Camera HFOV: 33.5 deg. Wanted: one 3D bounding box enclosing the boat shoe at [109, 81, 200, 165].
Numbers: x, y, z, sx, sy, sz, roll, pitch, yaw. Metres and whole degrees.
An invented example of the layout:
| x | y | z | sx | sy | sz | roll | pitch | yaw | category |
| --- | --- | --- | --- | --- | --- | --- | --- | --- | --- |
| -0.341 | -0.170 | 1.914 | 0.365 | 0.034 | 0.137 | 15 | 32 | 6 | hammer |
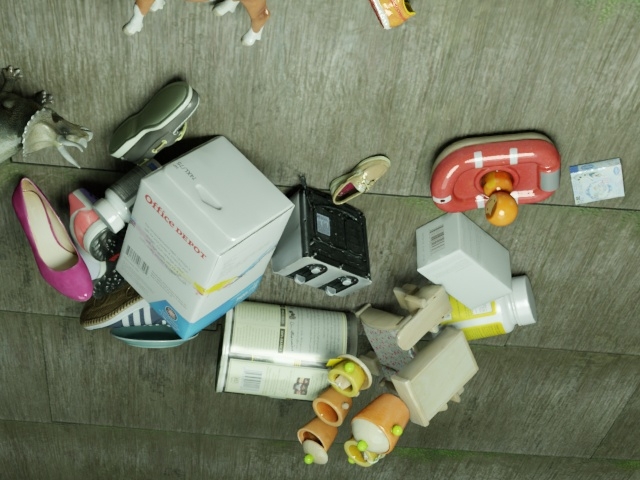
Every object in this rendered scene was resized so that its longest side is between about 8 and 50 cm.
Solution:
| x | y | z | sx | sy | sz | roll | pitch | yaw | category |
| --- | --- | --- | --- | --- | --- | --- | --- | --- | --- |
| -0.270 | -0.196 | 1.810 | 0.068 | 0.081 | 0.228 | 28 | 142 | -34 | boat shoe |

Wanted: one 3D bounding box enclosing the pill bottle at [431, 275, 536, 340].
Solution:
| x | y | z | sx | sy | sz | roll | pitch | yaw | category |
| --- | --- | --- | --- | --- | --- | --- | --- | --- | --- |
| 0.330 | 0.140 | 2.186 | 0.208 | 0.119 | 0.119 | -12 | 140 | 18 | pill bottle |

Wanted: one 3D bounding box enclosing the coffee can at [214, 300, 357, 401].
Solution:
| x | y | z | sx | sy | sz | roll | pitch | yaw | category |
| --- | --- | --- | --- | --- | --- | --- | --- | --- | --- |
| -0.075 | 0.236 | 2.252 | 0.275 | 0.201 | 0.201 | 8 | 141 | -7 | coffee can |

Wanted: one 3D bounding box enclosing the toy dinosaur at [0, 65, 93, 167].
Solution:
| x | y | z | sx | sy | sz | roll | pitch | yaw | category |
| --- | --- | --- | --- | --- | --- | --- | --- | --- | --- |
| -0.534 | -0.181 | 1.766 | 0.313 | 0.160 | 0.121 | -15 | 139 | 18 | toy dinosaur |

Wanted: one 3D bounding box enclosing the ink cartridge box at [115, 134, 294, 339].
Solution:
| x | y | z | sx | sy | sz | roll | pitch | yaw | category |
| --- | --- | --- | --- | --- | --- | --- | --- | --- | --- |
| -0.210 | -0.004 | 1.895 | 0.198 | 0.197 | 0.270 | 44 | 141 | 14 | ink cartridge box |

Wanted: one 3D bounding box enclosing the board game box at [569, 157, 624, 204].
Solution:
| x | y | z | sx | sy | sz | roll | pitch | yaw | category |
| --- | --- | --- | --- | --- | --- | --- | --- | --- | --- |
| 0.506 | -0.108 | 1.945 | 0.090 | 0.020 | 0.090 | -9 | 140 | 14 | board game box |

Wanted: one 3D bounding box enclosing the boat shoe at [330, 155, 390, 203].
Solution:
| x | y | z | sx | sy | sz | roll | pitch | yaw | category |
| --- | --- | --- | --- | --- | --- | --- | --- | --- | --- |
| 0.074 | -0.106 | 1.937 | 0.050 | 0.045 | 0.135 | 31 | 133 | -32 | boat shoe |

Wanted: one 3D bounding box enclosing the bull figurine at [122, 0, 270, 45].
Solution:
| x | y | z | sx | sy | sz | roll | pitch | yaw | category |
| --- | --- | --- | --- | --- | --- | --- | --- | --- | --- |
| -0.207 | -0.388 | 1.546 | 0.310 | 0.101 | 0.188 | 8 | 145 | -5 | bull figurine |

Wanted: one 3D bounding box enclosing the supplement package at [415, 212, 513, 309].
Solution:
| x | y | z | sx | sy | sz | roll | pitch | yaw | category |
| --- | --- | --- | --- | --- | --- | --- | --- | --- | --- |
| 0.280 | 0.039 | 2.071 | 0.105 | 0.105 | 0.179 | -29 | 132 | 32 | supplement package |

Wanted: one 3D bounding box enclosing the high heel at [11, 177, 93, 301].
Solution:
| x | y | z | sx | sy | sz | roll | pitch | yaw | category |
| --- | --- | --- | --- | --- | --- | --- | --- | --- | --- |
| -0.491 | -0.003 | 1.961 | 0.082 | 0.244 | 0.117 | -23 | 157 | -25 | high heel |

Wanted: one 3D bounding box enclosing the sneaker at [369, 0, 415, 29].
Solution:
| x | y | z | sx | sy | sz | roll | pitch | yaw | category |
| --- | --- | --- | --- | --- | --- | --- | --- | --- | --- |
| 0.090 | -0.392 | 1.577 | 0.067 | 0.064 | 0.175 | -30 | 141 | 6 | sneaker |

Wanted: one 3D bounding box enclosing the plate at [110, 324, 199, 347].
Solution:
| x | y | z | sx | sy | sz | roll | pitch | yaw | category |
| --- | --- | --- | --- | --- | --- | --- | --- | --- | --- |
| -0.352 | 0.203 | 2.260 | 0.188 | 0.188 | 0.024 | 3 | 97 | -2 | plate |

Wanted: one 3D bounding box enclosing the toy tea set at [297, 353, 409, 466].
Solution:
| x | y | z | sx | sy | sz | roll | pitch | yaw | category |
| --- | --- | --- | --- | --- | --- | --- | --- | --- | --- |
| 0.045 | 0.381 | 2.113 | 0.200 | 0.124 | 0.336 | 37 | 142 | 11 | toy tea set |

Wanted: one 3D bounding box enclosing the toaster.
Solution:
| x | y | z | sx | sy | sz | roll | pitch | yaw | category |
| --- | --- | --- | --- | --- | --- | --- | --- | --- | --- |
| 0.000 | 0.000 | 1.984 | 0.168 | 0.186 | 0.110 | 22 | 140 | -36 | toaster |

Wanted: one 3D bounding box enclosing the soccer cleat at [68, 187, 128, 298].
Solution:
| x | y | z | sx | sy | sz | roll | pitch | yaw | category |
| --- | --- | --- | --- | --- | --- | --- | --- | --- | --- |
| -0.432 | 0.010 | 2.072 | 0.108 | 0.116 | 0.318 | -32 | 163 | -20 | soccer cleat |

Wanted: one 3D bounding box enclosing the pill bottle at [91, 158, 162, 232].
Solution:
| x | y | z | sx | sy | sz | roll | pitch | yaw | category |
| --- | --- | --- | --- | --- | --- | --- | --- | --- | --- |
| -0.335 | -0.080 | 1.903 | 0.137 | 0.078 | 0.078 | -40 | 141 | -14 | pill bottle |

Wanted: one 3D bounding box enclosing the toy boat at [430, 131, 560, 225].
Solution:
| x | y | z | sx | sy | sz | roll | pitch | yaw | category |
| --- | --- | --- | --- | --- | --- | --- | --- | --- | --- |
| 0.309 | -0.091 | 1.866 | 0.231 | 0.151 | 0.151 | -6 | 141 | 8 | toy boat |

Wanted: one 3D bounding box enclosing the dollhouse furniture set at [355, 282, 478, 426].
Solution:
| x | y | z | sx | sy | sz | roll | pitch | yaw | category |
| --- | --- | --- | --- | --- | --- | --- | --- | --- | --- |
| 0.121 | 0.229 | 2.184 | 0.355 | 0.174 | 0.303 | 11 | 133 | 50 | dollhouse furniture set |

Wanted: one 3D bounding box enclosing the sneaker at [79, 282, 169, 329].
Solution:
| x | y | z | sx | sy | sz | roll | pitch | yaw | category |
| --- | --- | --- | --- | --- | --- | --- | --- | --- | --- |
| -0.361 | 0.148 | 2.231 | 0.282 | 0.099 | 0.153 | -24 | 134 | 25 | sneaker |
